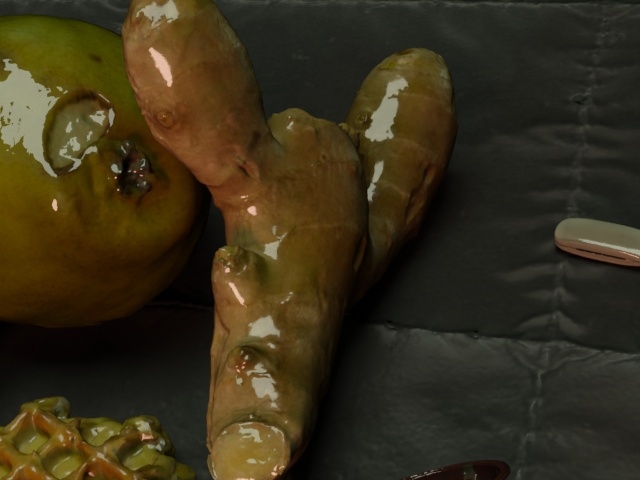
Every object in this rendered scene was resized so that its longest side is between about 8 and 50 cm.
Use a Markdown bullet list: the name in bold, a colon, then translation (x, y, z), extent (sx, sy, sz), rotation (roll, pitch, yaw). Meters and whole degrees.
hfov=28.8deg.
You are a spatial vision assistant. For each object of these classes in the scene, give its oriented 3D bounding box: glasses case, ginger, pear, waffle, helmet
- **glasses case**: translation (0.229, 0.001, 0.998), extent (0.083, 0.021, 0.032), rotation (13, 47, 24)
- **ginger**: translation (-0.006, 0.002, 0.931), extent (0.122, 0.363, 0.348), rotation (-3, 85, 29)
- **pear**: translation (-0.219, -0.056, 0.992), extent (0.321, 0.269, 0.269), rotation (8, 41, 45)
- **waffle**: translation (-0.202, 0.207, 0.830), extent (0.253, 0.056, 0.249), rotation (-15, 41, -9)
- **helmet**: translation (0.074, 0.184, 0.798), extent (0.111, 0.057, 0.089), rotation (-16, 5, 2)
